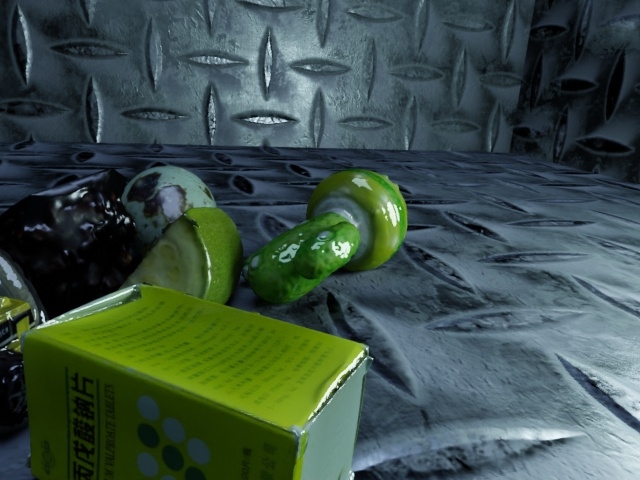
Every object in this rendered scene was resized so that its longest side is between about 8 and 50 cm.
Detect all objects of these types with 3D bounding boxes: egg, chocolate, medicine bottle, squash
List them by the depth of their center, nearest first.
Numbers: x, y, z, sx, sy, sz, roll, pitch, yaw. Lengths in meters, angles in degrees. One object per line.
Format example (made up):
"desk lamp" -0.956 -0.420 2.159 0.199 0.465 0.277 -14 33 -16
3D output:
"medicine bottle" -0.100 0.141 0.425 0.250 0.137 0.141 12 19 22
"squash" -0.182 0.059 0.743 0.111 0.203 0.288 40 -2 -3
"chocolate" -0.341 0.040 0.760 0.177 0.206 0.224 52 42 5
"egg" -0.261 -0.037 0.912 0.169 0.169 0.231 -4 30 -24

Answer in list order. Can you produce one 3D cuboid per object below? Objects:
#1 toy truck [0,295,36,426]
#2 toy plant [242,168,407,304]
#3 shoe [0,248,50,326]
"toy truck" -0.351 0.137 0.421 0.136 0.111 0.286 9 24 10
"toy plant" 0.000 0.000 0.866 0.224 0.185 0.316 -16 9 39
"shoe" -0.468 0.070 0.604 0.336 0.132 0.171 23 44 21
